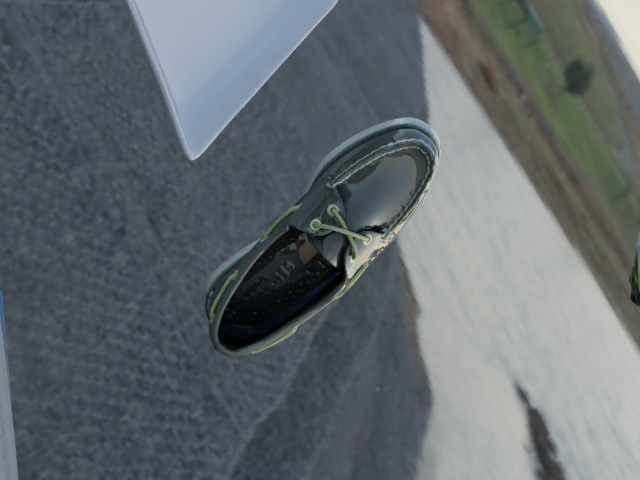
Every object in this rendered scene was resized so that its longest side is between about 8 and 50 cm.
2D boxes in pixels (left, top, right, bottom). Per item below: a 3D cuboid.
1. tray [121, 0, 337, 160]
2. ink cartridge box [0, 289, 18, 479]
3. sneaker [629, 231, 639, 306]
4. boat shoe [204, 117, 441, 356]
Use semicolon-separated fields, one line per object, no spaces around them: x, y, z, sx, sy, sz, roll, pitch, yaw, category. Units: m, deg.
-0.065;-0.185;0.888;0.270;0.030;0.145;-55;135;-47;tray
-0.135;0.099;0.381;0.231;0.078;0.134;-155;-118;-76;ink cartridge box
0.294;0.023;1.113;0.031;0.035;0.083;22;54;-7;sneaker
0.003;0.003;1.212;0.109;0.305;0.091;43;16;-18;boat shoe
